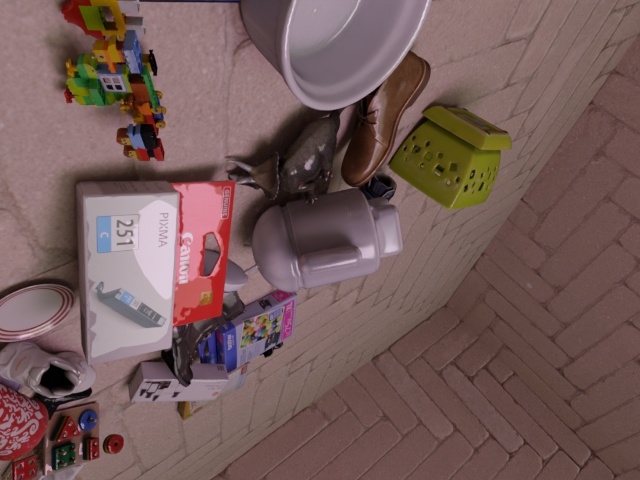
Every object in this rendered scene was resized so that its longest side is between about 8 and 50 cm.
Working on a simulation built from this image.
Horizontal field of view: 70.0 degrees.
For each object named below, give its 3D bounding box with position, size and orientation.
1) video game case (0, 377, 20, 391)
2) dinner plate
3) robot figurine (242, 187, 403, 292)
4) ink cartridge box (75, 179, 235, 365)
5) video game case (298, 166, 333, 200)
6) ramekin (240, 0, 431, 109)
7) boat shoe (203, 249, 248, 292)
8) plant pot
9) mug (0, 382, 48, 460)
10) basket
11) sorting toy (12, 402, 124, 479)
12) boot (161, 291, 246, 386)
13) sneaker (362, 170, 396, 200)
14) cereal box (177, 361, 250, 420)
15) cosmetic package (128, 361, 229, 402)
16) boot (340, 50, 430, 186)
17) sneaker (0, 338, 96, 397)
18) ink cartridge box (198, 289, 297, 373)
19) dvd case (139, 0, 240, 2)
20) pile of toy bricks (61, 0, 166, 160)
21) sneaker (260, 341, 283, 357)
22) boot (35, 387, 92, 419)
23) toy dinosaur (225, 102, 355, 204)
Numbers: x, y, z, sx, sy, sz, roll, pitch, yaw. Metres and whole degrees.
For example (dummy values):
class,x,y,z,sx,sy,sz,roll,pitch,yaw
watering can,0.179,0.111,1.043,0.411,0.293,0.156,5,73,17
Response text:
class,x,y,z,sx,sy,sz,roll,pitch,yaw
video game case,-0.632,0.277,0.821,0.119,0.015,0.166,-52,154,21
dinner plate,-0.492,0.119,0.775,0.141,0.017,0.141,-34,153,-20
robot figurine,0.000,0.000,1.026,0.353,0.300,0.200,-13,106,-5
ink cartridge box,-0.264,0.046,0.778,0.261,0.066,0.296,-7,118,-36
video game case,-0.015,-0.120,1.102,0.087,0.011,0.122,-27,151,-30
ramekin,0.021,-0.343,0.654,0.277,0.135,0.277,-34,154,-20
boat shoe,-0.281,0.087,0.929,0.301,0.108,0.102,5,128,-55
plant pot,0.364,-0.235,1.239,0.227,0.228,0.207,-13,136,-47
mug,-0.593,0.320,0.801,0.150,0.113,0.169,-33,150,-24
basket,-0.670,0.554,1.103,0.167,0.103,0.113,-49,155,16
sorting toy,-0.574,0.459,1.059,0.046,0.132,0.274,-10,169,28
boot,-0.282,0.222,1.129,0.229,0.091,0.263,-30,137,-29
sneaker,0.115,-0.093,1.231,0.226,0.086,0.163,-43,168,-24
cereal box,-0.355,0.491,1.530,0.240,0.047,0.173,-23,149,-37
cosmetic package,-0.375,0.381,1.223,0.239,0.060,0.099,14,124,-38
boot,0.107,-0.258,0.968,0.115,0.112,0.305,5,119,-49
sneaker,-0.493,0.264,0.866,0.090,0.115,0.232,-63,161,-16
ink cartridge box,-0.208,0.273,1.348,0.311,0.065,0.186,-22,136,-33
dvd case,-0.146,-0.384,0.480,0.180,0.022,0.253,-22,148,-36
pile of toy bricks,-0.258,-0.185,0.556,0.105,0.118,0.212,-2,154,-8
sneaker,-0.183,0.359,1.538,0.067,0.078,0.188,-47,156,10
boot,-0.578,0.357,0.995,0.099,0.045,0.121,-52,147,14
toy dinosaur,-0.021,-0.165,0.897,0.313,0.121,0.160,-37,168,-2
